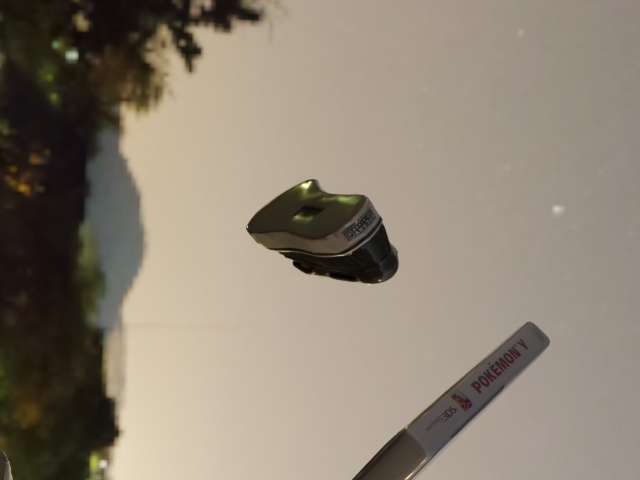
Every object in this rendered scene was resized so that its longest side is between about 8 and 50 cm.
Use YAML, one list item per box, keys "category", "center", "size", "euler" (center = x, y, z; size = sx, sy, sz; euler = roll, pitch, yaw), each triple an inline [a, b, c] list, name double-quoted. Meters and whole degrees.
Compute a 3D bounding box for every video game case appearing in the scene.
- category: "video game case"
  center: [0.035, 0.142, 0.860]
  size: [0.201, 0.023, 0.183]
  euler: [-50, 169, 30]

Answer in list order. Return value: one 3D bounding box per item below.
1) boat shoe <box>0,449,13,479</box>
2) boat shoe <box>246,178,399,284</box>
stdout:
- category: "boat shoe"
  center: [-0.278, 0.268, 1.202]
  size: [0.227, 0.079, 0.081]
  euler: [-96, 177, -55]
- category: "boat shoe"
  center: [0.000, 0.000, 1.274]
  size: [0.070, 0.078, 0.219]
  euler: [55, -12, -18]
